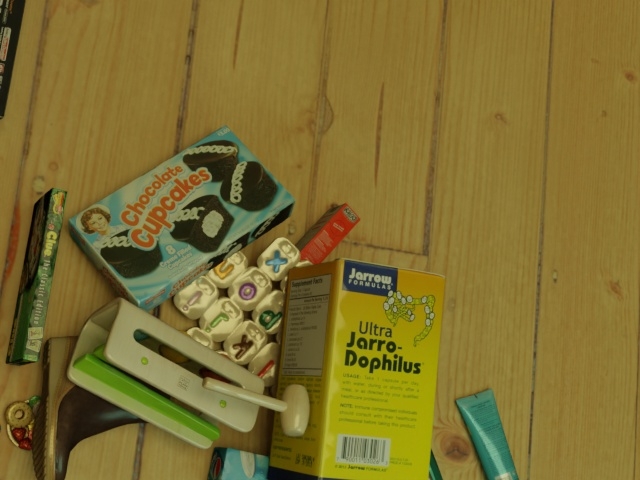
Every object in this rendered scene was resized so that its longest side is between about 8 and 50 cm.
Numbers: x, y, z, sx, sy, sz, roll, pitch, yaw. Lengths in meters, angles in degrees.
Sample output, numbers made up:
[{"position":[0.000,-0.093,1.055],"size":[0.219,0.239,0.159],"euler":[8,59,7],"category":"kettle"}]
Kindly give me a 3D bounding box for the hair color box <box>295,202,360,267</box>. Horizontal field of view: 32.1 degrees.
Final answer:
[{"position":[0.000,0.000,1.936],"size":[0.043,0.072,0.141],"euler":[47,67,-12],"category":"hair color box"}]

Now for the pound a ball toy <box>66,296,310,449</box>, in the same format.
[{"position":[-0.187,0.195,1.686],"size":[0.319,0.208,0.135],"euler":[33,50,-26],"category":"pound a ball toy"}]

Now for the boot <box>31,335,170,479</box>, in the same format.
[{"position":[-0.329,0.267,1.712],"size":[0.207,0.090,0.248],"euler":[13,61,-25],"category":"boot"}]

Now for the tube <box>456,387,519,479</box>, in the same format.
[{"position":[0.315,0.380,2.034],"size":[0.080,0.052,0.207],"euler":[-14,82,-31],"category":"tube"}]

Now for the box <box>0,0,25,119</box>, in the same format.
[{"position":[-0.607,-0.355,1.695],"size":[0.293,0.073,0.295],"euler":[14,77,-33],"category":"box"}]

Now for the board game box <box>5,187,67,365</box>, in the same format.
[{"position":[-0.433,0.058,1.691],"size":[0.030,0.136,0.259],"euler":[13,77,-26],"category":"board game box"}]

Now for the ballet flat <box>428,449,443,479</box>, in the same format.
[{"position":[0.184,0.493,1.912],"size":[0.147,0.147,0.409],"euler":[-27,92,-26],"category":"ballet flat"}]

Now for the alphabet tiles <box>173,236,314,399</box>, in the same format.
[{"position":[-0.103,0.144,1.862],"size":[0.284,0.021,0.278],"euler":[44,82,-12],"category":"alphabet tiles"}]

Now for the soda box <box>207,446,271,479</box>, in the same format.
[{"position":[-0.076,0.396,1.836],"size":[0.210,0.067,0.071],"euler":[17,75,-22],"category":"soda box"}]

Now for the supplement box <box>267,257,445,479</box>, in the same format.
[{"position":[0.056,0.221,1.773],"size":[0.195,0.194,0.356],"euler":[10,81,-24],"category":"supplement box"}]

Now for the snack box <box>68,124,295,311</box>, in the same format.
[{"position":[-0.223,-0.037,1.810],"size":[0.322,0.060,0.187],"euler":[-35,72,-25],"category":"snack box"}]

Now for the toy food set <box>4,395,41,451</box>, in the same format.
[{"position":[-0.441,0.283,1.712],"size":[0.083,0.020,0.083],"euler":[-11,86,-26],"category":"toy food set"}]
